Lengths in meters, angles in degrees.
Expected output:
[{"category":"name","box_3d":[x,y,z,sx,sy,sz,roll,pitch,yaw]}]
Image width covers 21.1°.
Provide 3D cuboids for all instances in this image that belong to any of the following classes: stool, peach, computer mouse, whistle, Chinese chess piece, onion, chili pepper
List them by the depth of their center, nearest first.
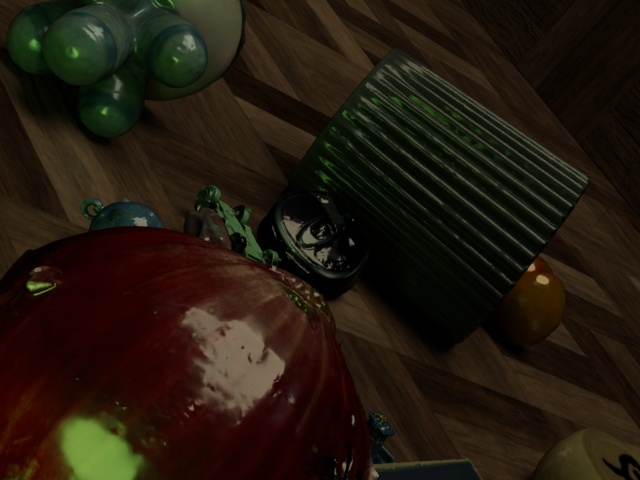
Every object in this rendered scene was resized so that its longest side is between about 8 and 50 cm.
[{"category":"onion","box_3d":[-0.124,0.134,1.253,0.341,0.341,0.341,38,18,-15]},{"category":"whistle","box_3d":[-0.187,0.013,1.779,0.158,0.090,0.090,42,18,0]},{"category":"chili pepper","box_3d":[-0.128,0.007,1.971,0.041,0.050,0.153,26,26,-35]},{"category":"Chinese chess piece","box_3d":[0.380,0.354,2.159,0.257,0.104,0.257,38,17,-14]},{"category":"computer mouse","box_3d":[0.000,0.000,2.160,0.137,0.096,0.233,45,10,3]},{"category":"stool","box_3d":[0.155,-0.071,2.391,0.330,0.297,0.297,38,18,2]},{"category":"peach","box_3d":[0.302,0.085,2.578,0.138,0.138,0.138,38,18,-15]}]

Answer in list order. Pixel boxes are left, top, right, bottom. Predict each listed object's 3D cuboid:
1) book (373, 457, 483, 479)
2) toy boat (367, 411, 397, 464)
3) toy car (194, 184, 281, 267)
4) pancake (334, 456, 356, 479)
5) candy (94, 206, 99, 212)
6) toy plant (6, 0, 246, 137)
[{"category":"book","box_3d":[0.132,0.342,1.691,0.228,0.018,0.322,2,40,-33]},{"category":"toy boat","box_3d":[0.050,0.216,1.847,0.137,0.061,0.060,53,21,26]},{"category":"toy car","box_3d":[-0.105,-0.005,2.046,0.073,0.054,0.143,29,18,-39]},{"category":"pancake","box_3d":[-0.066,0.211,1.635,0.286,0.033,0.288,25,28,-33]},{"category":"candy","box_3d":[-0.176,0.018,1.880,0.184,0.049,0.055,39,-13,9]},{"category":"toy plant","box_3d":[-0.240,-0.253,2.081,0.247,0.247,0.332,42,22,-2]}]
